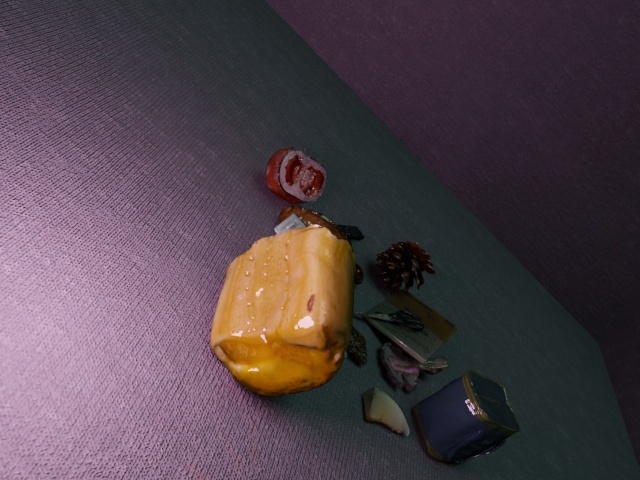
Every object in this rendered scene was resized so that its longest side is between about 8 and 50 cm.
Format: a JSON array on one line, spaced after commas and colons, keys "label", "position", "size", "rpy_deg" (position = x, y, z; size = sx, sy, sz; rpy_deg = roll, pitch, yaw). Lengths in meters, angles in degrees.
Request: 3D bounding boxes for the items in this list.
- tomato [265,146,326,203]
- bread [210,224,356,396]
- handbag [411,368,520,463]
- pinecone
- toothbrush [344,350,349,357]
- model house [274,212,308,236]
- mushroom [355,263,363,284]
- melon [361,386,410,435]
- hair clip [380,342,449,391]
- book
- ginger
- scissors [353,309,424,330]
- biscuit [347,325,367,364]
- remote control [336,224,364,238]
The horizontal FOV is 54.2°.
[{"label": "tomato", "position": [-0.107, -0.224, 2.209], "size": [0.214, 0.155, 0.180], "rpy_deg": [34, 68, -37]}, {"label": "bread", "position": [-0.080, 0.198, 1.578], "size": [0.250, 0.361, 0.394], "rpy_deg": [50, 33, -41]}, {"label": "handbag", "position": [0.465, 0.570, 1.998], "size": [0.263, 0.241, 0.222], "rpy_deg": [28, 34, -35]}, {"label": "pinecone", "position": [0.314, 0.103, 2.385], "size": [0.201, 0.229, 0.202], "rpy_deg": [-23, 79, -17]}, {"label": "toothbrush", "position": [0.005, 0.242, 1.958], "size": [0.288, 0.021, 0.024], "rpy_deg": [57, 17, 11]}, {"label": "model house", "position": [-0.078, 0.067, 1.841], "size": [0.224, 0.215, 0.198], "rpy_deg": [50, 29, -1]}, {"label": "mushroom", "position": [0.116, 0.124, 2.212], "size": [0.129, 0.073, 0.088], "rpy_deg": [-56, 134, -59]}, {"label": "melon", "position": [0.203, 0.520, 1.883], "size": [0.182, 0.054, 0.098], "rpy_deg": [32, 39, -31]}, {"label": "hair clip", "position": [0.313, 0.430, 2.127], "size": [0.300, 0.069, 0.173], "rpy_deg": [10, 42, -36]}, {"label": "book", "position": [0.335, 0.301, 2.282], "size": [0.269, 0.032, 0.389], "rpy_deg": [36, 24, 17]}, {"label": "ginger", "position": [0.000, 0.000, 2.094], "size": [0.321, 0.172, 0.165], "rpy_deg": [48, 65, -6]}, {"label": "scissors", "position": [0.233, 0.267, 2.174], "size": [0.300, 0.022, 0.109], "rpy_deg": [13, 23, -31]}, {"label": "biscuit", "position": [0.067, 0.280, 1.963], "size": [0.237, 0.026, 0.131], "rpy_deg": [46, 19, -23]}, {"label": "remote control", "position": [0.088, -0.034, 2.411], "size": [0.245, 0.025, 0.063], "rpy_deg": [5, 50, -53]}]
